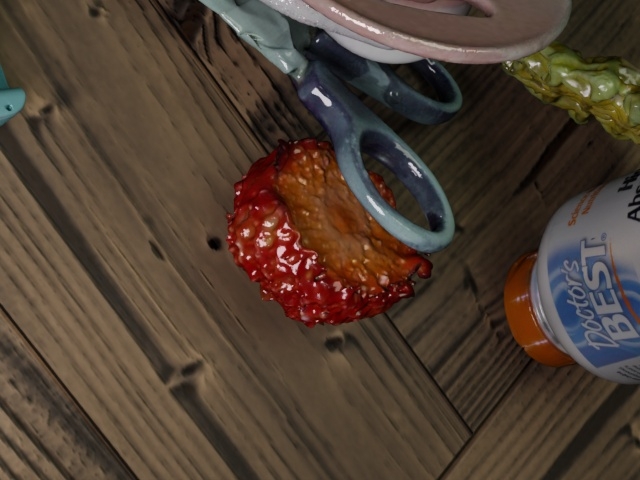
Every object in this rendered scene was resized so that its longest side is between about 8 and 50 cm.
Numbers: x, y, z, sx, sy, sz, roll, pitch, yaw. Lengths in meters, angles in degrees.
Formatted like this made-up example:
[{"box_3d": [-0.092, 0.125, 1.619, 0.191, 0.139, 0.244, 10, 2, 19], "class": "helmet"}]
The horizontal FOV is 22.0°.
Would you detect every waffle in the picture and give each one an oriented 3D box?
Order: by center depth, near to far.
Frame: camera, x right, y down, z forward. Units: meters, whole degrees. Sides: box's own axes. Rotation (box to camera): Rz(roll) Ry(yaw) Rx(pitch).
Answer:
[{"box_3d": [0.246, -0.110, 1.319, 0.223, 0.204, 0.054, 24, 94, -40], "class": "waffle"}]

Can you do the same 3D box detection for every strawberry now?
[{"box_3d": [0.000, 0.000, 1.138, 0.145, 0.086, 0.145, 33, 30, -23], "class": "strawberry"}]

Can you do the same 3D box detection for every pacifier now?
[{"box_3d": [0.061, -0.252, 1.177, 0.220, 0.273, 0.332, 41, 26, -40], "class": "pacifier"}]

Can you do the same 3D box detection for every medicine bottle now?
[{"box_3d": [0.268, 0.018, 1.223, 0.157, 0.289, 0.157, 14, 66, -35], "class": "medicine bottle"}]

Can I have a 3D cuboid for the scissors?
[{"box_3d": [-0.046, -0.162, 1.167, 0.383, 0.029, 0.256, 37, 31, -15], "class": "scissors"}]

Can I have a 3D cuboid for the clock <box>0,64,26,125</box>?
[{"box_3d": [-0.250, -0.134, 1.021, 0.108, 0.045, 0.147, -13, 83, -42], "class": "clock"}]
